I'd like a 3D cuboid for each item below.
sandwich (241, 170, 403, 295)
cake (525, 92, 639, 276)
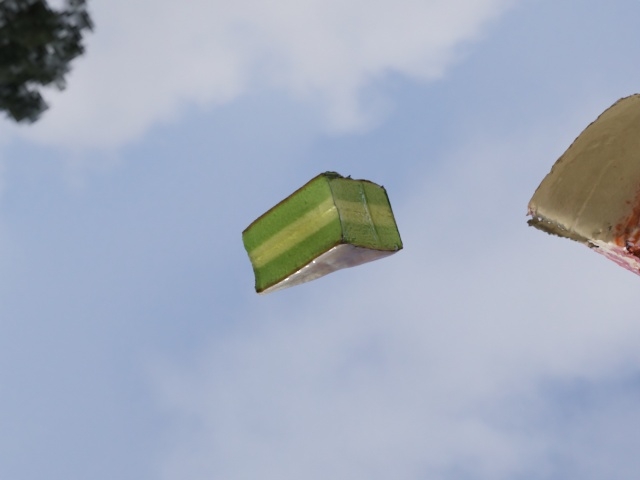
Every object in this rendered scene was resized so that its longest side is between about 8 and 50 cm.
[{"bbox_3d":[0.000,0.000,1.183,0.116,0.074,0.074,-33,-119,38],"label":"sandwich"},{"bbox_3d":[0.339,-0.024,1.199,0.158,0.262,0.159,26,-90,61],"label":"cake"}]
